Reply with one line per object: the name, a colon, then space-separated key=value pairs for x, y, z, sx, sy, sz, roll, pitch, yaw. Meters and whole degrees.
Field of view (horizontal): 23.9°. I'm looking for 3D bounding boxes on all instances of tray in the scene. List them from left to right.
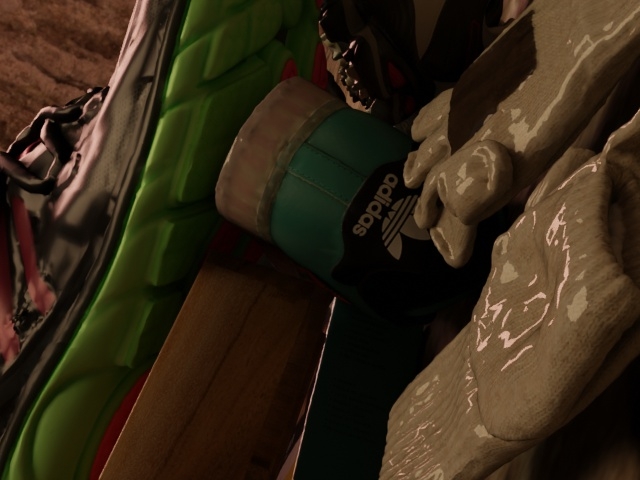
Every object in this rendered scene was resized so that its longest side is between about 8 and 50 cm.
tray: x=-0.094 y=0.226 z=0.800 sx=0.203 sy=0.076 sz=0.411 roll=-68 pitch=-2 yaw=-52

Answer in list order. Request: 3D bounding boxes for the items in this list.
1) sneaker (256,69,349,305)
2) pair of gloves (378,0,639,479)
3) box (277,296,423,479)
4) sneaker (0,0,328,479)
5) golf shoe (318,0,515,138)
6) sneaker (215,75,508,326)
sneaker: x=-0.033 y=0.019 z=1.036 sx=0.109 sy=0.130 sz=0.286 roll=-108 pitch=21 yaw=-85
pair of gloves: x=0.082 y=-0.021 z=0.571 sx=0.204 sy=0.042 sz=0.240 roll=-46 pitch=23 yaw=46
box: x=0.001 y=0.159 z=0.878 sx=0.100 sy=0.060 sz=0.244 roll=115 pitch=171 yaw=-49
sneaker: x=-0.151 y=0.005 z=0.844 sx=0.482 sy=0.202 sz=0.185 roll=-63 pitch=-14 yaw=8
golf shoe: x=0.075 y=-0.113 z=0.985 sx=0.120 sy=0.105 sz=0.273 roll=-31 pitch=-11 yaw=1
sneaker: x=0.042 y=0.000 z=0.828 sx=0.108 sy=0.121 sz=0.302 roll=-59 pitch=-15 yaw=3
